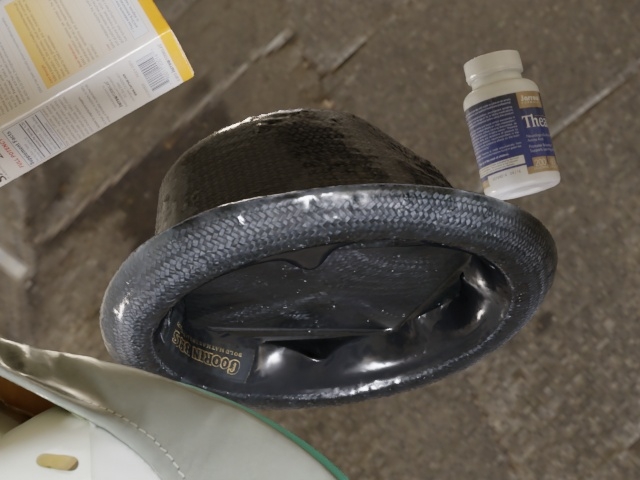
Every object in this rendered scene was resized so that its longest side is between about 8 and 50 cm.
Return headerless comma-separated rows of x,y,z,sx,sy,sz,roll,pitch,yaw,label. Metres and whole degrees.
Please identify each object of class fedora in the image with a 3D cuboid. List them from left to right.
0.000,0.000,0.983,0.334,0.334,0.152,-29,56,25,fedora

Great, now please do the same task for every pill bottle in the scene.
0.161,-0.099,1.148,0.067,0.067,0.120,-18,81,35,pill bottle

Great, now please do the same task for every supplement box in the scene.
-0.112,-0.075,0.561,0.098,0.036,0.062,-30,61,-3,supplement box

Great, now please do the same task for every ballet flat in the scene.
-0.090,0.060,0.353,0.213,0.072,0.068,21,27,24,ballet flat
